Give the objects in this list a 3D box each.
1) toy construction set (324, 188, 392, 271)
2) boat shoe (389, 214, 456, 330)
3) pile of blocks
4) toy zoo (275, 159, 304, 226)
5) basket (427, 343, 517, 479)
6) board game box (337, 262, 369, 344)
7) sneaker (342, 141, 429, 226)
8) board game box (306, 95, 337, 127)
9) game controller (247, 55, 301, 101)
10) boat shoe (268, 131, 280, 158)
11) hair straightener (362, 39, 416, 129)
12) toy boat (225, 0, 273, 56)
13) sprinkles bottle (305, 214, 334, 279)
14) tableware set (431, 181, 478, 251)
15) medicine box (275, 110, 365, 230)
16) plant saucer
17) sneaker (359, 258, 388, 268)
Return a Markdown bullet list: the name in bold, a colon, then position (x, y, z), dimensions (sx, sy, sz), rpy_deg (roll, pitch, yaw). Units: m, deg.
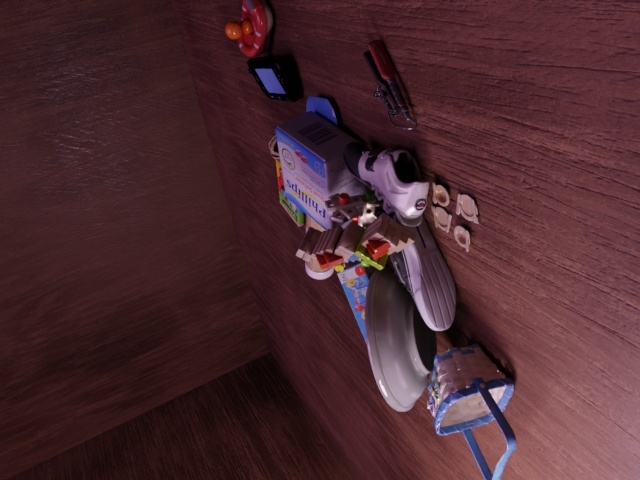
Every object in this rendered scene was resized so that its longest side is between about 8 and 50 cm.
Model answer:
- **toy construction set**: position (0.098, -0.042, 1.518), dimensions (0.328, 0.214, 0.151), rpy_deg (89, -177, -58)
- **boat shoe**: position (0.261, 0.078, 1.393), dimensions (0.119, 0.121, 0.336), rpy_deg (-31, 71, 59)
- **pile of blocks**: position (0.075, 0.036, 1.373), dimensions (0.362, 0.113, 0.149), rpy_deg (-8, 136, 44)
- **toy zoo**: position (-0.132, -0.224, 2.236), dimensions (0.192, 0.030, 0.293), rpy_deg (51, 155, 39)
- **basket**: position (0.390, 0.436, 1.323), dimensions (0.255, 0.200, 0.289), rpy_deg (88, 162, -44)
- **board game box**: position (0.163, 0.254, 1.707), dimensions (0.308, 0.086, 0.302), rpy_deg (64, -177, -73)
- **sneaker**: position (0.178, -0.193, 1.355), dimensions (0.331, 0.122, 0.146), rpy_deg (51, 139, 38)
- **board game box**: position (0.015, -0.393, 1.659), dimensions (0.168, 0.033, 0.133), rpy_deg (27, 136, 51)
- **game controller**: position (-0.170, -0.578, 1.868), dimensions (0.319, 0.067, 0.167), rpy_deg (33, 150, 59)
- **boat shoe**: position (-0.146, -0.369, 1.991), dimensions (0.122, 0.110, 0.341), rpy_deg (68, 161, -3)
- **hair straightener**: position (0.169, -0.369, 1.277), dimensions (0.231, 0.047, 0.089), rpy_deg (61, 161, 4)
- **toy boat**: position (-0.260, -0.743, 1.819), dimensions (0.151, 0.151, 0.231), rpy_deg (62, 160, 15)
- **sprinkles bottle**: position (0.000, 0.000, 1.995), dimensions (0.121, 0.121, 0.356), rpy_deg (54, 156, 34)
- **tableware set**: position (0.316, -0.062, 1.245), dimensions (0.168, 0.020, 0.141), rpy_deg (43, 149, 49)
- **medicine box**: position (0.004, -0.213, 1.649), dimensions (0.263, 0.149, 0.289), rpy_deg (41, 150, 37)
- **plant saucer**: position (0.244, 0.264, 1.449), dimensions (0.100, 0.400, 0.401), rpy_deg (-13, 103, 26)
- **sneaker**: position (0.134, 0.013, 1.716), dimensions (0.211, 0.081, 0.080), rpy_deg (48, 153, 43)
